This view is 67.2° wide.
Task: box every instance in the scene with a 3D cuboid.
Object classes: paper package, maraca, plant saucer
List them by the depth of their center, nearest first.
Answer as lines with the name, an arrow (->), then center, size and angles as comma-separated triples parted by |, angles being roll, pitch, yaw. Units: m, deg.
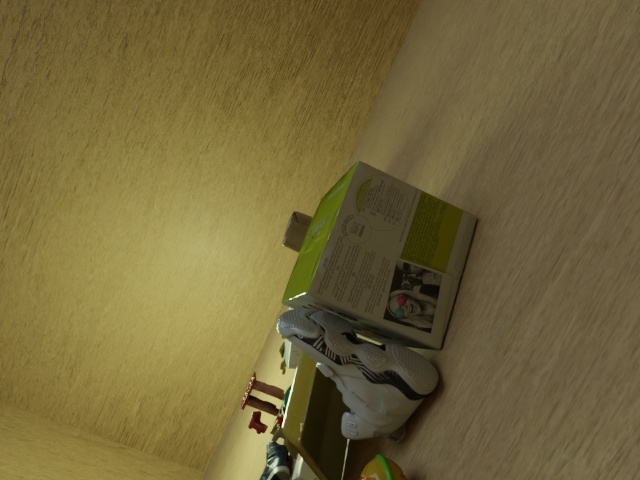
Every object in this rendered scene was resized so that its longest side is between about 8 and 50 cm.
maraca -> 0.121, 0.506, 0.925 | 0.127, 0.099, 0.186 | -136, 45, -77
plant saucer -> -0.002, 0.433, 1.256 | 0.333, 0.081, 0.333 | -76, -26, -42
paper package -> 0.000, 0.000, 2.147 | 0.325, 0.309, 0.168 | -30, -36, -88

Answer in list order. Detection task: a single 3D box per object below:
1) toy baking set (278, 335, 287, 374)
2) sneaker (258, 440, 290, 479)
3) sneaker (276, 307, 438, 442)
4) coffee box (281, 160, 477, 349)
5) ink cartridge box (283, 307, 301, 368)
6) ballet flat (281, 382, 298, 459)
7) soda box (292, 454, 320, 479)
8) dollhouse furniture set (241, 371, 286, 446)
toy baking set -> -0.154, 0.520, 2.281 | 0.256, 0.030, 0.197 | -10, -73, -73
sneaker -> -0.188, 0.860, 1.800 | 0.226, 0.086, 0.163 | -53, 24, 20
sneaker -> 0.053, 0.301, 1.057 | 0.137, 0.365, 0.210 | -41, -29, -70
coffee box -> 0.131, 0.056, 1.228 | 0.337, 0.334, 0.338 | 143, 149, -72
ink cartridge box -> -0.083, 0.397, 2.094 | 0.201, 0.117, 0.278 | 179, 97, -80
ballet flat -> -0.085, 0.662, 1.766 | 0.342, 0.116, 0.124 | -107, 22, -71
soda box -> -0.019, 0.631, 1.480 | 0.069, 0.074, 0.216 | 124, 166, -49
dollhouse furniture set -> -0.216, 0.703, 2.044 | 0.374, 0.201, 0.152 | 167, 126, -80
